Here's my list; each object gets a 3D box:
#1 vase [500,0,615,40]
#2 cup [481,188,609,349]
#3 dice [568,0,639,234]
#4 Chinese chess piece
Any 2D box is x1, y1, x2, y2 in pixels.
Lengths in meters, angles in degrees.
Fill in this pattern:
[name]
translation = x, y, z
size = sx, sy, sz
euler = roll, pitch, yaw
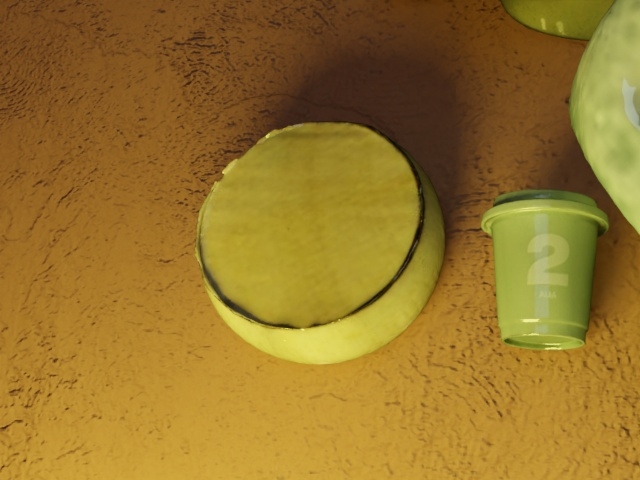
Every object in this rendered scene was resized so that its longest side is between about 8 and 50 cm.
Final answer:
[vase]
translation = 0.190, -0.350, 1.079
size = 0.329, 0.302, 0.240
euler = -8, 59, 35
[cup]
translation = 0.208, 0.029, 0.947
size = 0.120, 0.120, 0.141
euler = 2, 76, 19
[dice]
translation = 0.419, -0.080, 0.745
size = 0.330, 0.328, 0.348
euler = -43, 64, 24
[Chinese chess piece]
translation = 0.000, 0.000, 1.030
size = 0.257, 0.104, 0.257
euler = -8, 60, 14
